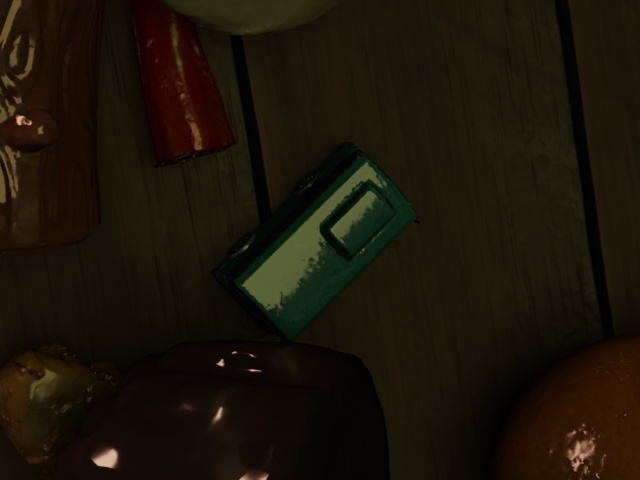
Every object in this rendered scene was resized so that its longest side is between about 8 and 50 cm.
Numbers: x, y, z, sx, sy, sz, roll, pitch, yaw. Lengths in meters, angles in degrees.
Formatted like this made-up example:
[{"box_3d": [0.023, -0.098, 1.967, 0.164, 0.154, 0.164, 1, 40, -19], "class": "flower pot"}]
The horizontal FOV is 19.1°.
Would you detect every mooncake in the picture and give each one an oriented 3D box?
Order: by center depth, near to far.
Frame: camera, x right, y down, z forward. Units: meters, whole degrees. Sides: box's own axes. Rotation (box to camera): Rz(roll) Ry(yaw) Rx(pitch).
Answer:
[{"box_3d": [-0.065, 0.256, 1.399, 0.212, 0.350, 0.381, 7, 96, 19], "class": "mooncake"}]

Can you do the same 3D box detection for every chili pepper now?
[{"box_3d": [-0.116, -0.146, 1.501, 0.065, 0.088, 0.169, -13, 90, 3], "class": "chili pepper"}]

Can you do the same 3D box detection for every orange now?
[{"box_3d": [0.269, 0.204, 1.544, 0.274, 0.274, 0.274, -2, 96, -16], "class": "orange"}]

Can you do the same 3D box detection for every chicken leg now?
[{"box_3d": [-0.180, 0.165, 1.504, 0.101, 0.085, 0.207, -38, 114, -25], "class": "chicken leg"}]

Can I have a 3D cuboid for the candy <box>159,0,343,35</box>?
[{"box_3d": [-0.060, -0.290, 1.428, 0.295, 0.185, 0.295, 0, 90, -41], "class": "candy"}]

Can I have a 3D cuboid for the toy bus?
[{"box_3d": [0.000, 0.000, 1.531, 0.160, 0.092, 0.079, -45, 106, -8], "class": "toy bus"}]

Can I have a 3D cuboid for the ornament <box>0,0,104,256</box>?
[{"box_3d": [-0.250, -0.109, 1.402, 0.235, 0.221, 0.217, 4, 101, 24], "class": "ornament"}]
